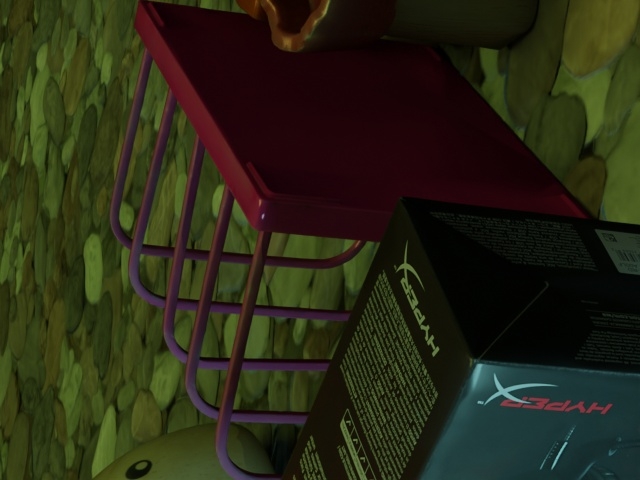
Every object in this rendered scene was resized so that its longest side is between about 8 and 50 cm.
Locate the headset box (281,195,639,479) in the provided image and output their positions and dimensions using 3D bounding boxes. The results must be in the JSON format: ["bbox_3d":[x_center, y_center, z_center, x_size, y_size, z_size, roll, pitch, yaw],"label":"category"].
[{"bbox_3d":[0.098,0.136,0.895,0.110,0.218,0.293,-111,35,-48],"label":"headset box"}]

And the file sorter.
[{"bbox_3d":[0.000,0.000,1.195,0.291,0.202,0.182,-123,42,-57],"label":"file sorter"}]

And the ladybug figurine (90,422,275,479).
[{"bbox_3d":[-0.124,0.354,1.432,0.305,0.161,0.449,145,129,-69],"label":"ladybug figurine"}]

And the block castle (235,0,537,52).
[{"bbox_3d":[-0.029,-0.311,1.269,0.453,0.212,0.303,43,124,55],"label":"block castle"}]
